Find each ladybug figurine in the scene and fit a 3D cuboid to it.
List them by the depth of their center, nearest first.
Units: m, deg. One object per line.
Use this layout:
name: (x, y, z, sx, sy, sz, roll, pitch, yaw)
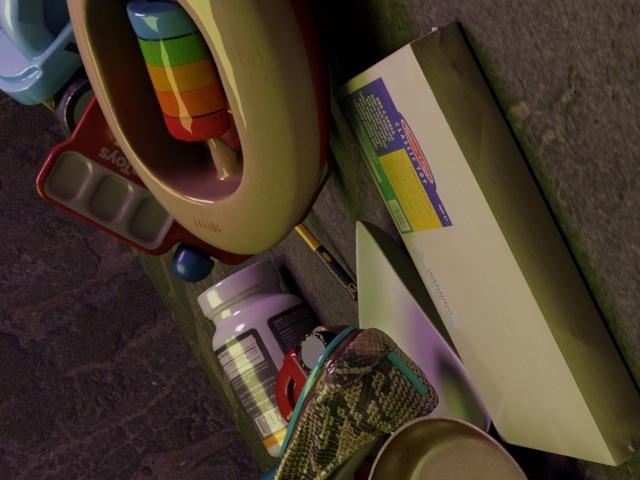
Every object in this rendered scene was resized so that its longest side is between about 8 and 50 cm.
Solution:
ladybug figurine: (-0.112, -0.200, 1.484, 0.305, 0.162, 0.449, 16, 132, 39)

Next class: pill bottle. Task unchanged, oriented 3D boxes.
pill bottle: (-0.069, 0.181, 2.243, 0.278, 0.162, 0.162, 62, 166, 6)

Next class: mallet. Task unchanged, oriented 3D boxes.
mallet: (0.000, 0.000, 1.935, 0.190, 0.062, 0.039, 43, 162, 16)

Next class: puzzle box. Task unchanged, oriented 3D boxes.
puzzle box: (0.152, 0.010, 1.354, 0.409, 0.052, 0.272, 64, 167, -4)

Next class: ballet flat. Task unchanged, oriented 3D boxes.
ballet flat: (0.001, 0.301, 1.769, 0.182, 0.164, 0.483, 41, 132, 9)

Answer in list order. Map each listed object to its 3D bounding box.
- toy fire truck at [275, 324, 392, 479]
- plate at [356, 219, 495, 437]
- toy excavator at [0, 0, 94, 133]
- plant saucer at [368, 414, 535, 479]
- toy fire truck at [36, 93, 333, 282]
toy fire truck: (0.024, 0.261, 1.931, 0.246, 0.158, 0.217, -51, 59, 28)
plate: (0.130, 0.137, 1.682, 0.277, 0.045, 0.278, 54, 164, 29)
toy excavator: (-0.359, -0.415, 1.976, 0.445, 0.433, 0.222, 37, -174, -41)
plant saucer: (0.160, 0.339, 1.557, 0.310, 0.050, 0.310, 10, 103, 51)
toy fire truck: (-0.154, -0.092, 1.724, 0.302, 0.254, 0.169, 30, -177, -16)
